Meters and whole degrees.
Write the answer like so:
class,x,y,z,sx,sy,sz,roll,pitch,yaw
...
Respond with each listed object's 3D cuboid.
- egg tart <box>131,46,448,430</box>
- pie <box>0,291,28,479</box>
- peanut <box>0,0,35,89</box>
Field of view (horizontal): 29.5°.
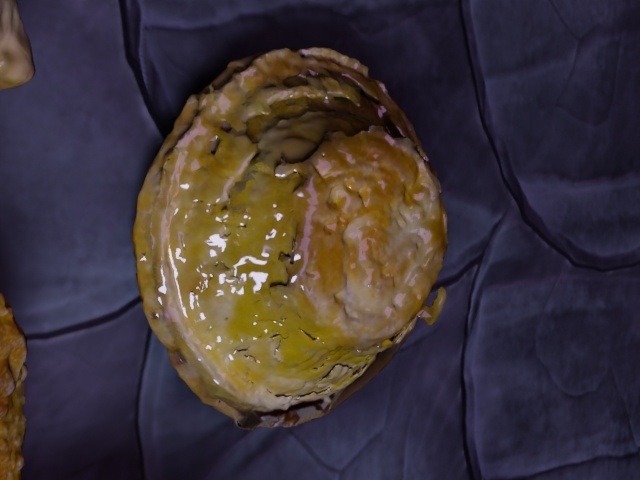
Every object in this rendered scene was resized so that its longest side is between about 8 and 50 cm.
class,x,y,z,sx,sy,sz,roll,pitch,yaw
egg tart,0.000,0.000,0.740,0.241,0.106,0.241,-4,96,-44
pie,-0.234,0.098,0.476,0.315,0.092,0.315,-20,115,-52
peanut,-0.224,-0.109,0.491,0.263,0.101,0.117,10,40,-48
